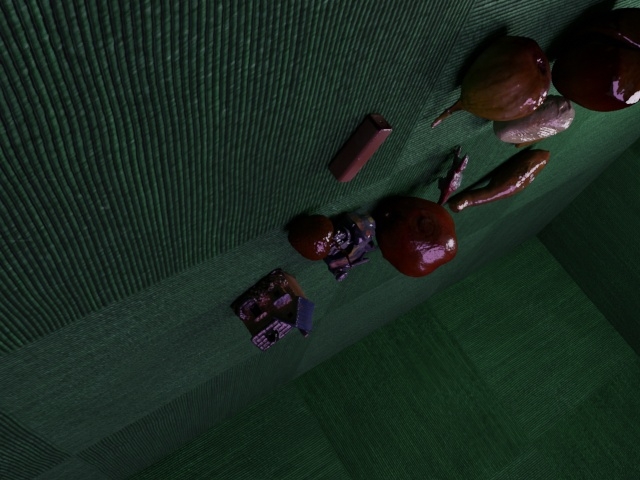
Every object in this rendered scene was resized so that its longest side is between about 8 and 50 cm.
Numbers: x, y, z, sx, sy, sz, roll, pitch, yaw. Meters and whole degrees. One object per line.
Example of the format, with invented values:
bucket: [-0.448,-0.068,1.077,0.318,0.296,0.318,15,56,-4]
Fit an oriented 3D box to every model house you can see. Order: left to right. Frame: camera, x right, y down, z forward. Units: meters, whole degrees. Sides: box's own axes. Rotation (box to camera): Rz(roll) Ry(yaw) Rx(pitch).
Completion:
model house: [-0.115,0.203,1.505,0.183,0.172,0.166,-36,162,5]

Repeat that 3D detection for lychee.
lychee: [-0.006,0.000,1.272,0.140,0.114,0.101,18,161,-33]

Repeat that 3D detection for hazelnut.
hazelnut: [0.651,-0.409,1.266,0.251,0.217,0.217,-55,166,-14]

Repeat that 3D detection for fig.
fig: [0.333,-0.296,1.128,0.257,0.159,0.159,-27,169,37]

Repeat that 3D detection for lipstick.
lipstick: [0.076,-0.179,1.086,0.045,0.045,0.145,-15,152,-50]

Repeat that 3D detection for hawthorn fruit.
hawthorn fruit: [0.250,-0.025,1.518,0.224,0.224,0.261,-40,127,17]

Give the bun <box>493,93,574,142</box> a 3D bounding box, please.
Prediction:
bun: [0.522,-0.307,1.369,0.164,0.110,0.188,6,171,-32]

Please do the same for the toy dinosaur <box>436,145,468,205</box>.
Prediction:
toy dinosaur: [0.352,-0.150,1.522,0.167,0.053,0.242,-61,174,-58]

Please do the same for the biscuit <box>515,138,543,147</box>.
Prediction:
biscuit: [0.698,-0.346,1.742,0.247,0.029,0.118,-20,163,-36]

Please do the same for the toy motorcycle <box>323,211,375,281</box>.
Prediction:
toy motorcycle: [0.075,0.011,1.460,0.173,0.108,0.307,-39,164,-2]

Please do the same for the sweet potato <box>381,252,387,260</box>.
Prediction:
sweet potato: [0.308,0.002,1.890,0.281,0.059,0.067,-20,122,-45]

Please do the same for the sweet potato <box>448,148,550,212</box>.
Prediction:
sweet potato: [0.607,-0.189,1.863,0.385,0.109,0.109,-32,161,-3]
